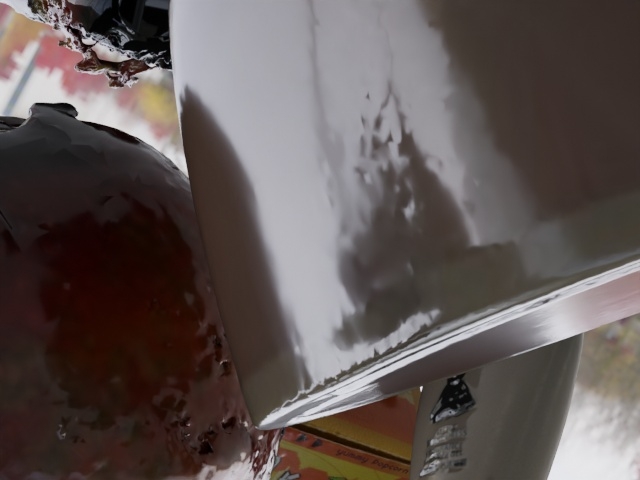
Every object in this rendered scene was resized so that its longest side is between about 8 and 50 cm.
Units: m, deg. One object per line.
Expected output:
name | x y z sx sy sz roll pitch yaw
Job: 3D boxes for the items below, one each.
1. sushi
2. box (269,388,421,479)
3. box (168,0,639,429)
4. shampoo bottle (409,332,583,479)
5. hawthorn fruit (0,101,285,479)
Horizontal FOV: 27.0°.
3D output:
sushi | -0.150 -0.197 1.002 0.172 0.153 0.150 42 171 -38
box | -0.094 0.172 1.151 0.259 0.283 0.214 25 -147 -26
box | 0.079 -0.070 0.531 0.216 0.301 0.301 70 -166 12
shampoo bottle | 0.122 0.102 0.924 0.078 0.257 0.127 42 135 -23
hawthorn fruit | -0.166 0.060 0.713 0.316 0.316 0.316 29 -177 -2
